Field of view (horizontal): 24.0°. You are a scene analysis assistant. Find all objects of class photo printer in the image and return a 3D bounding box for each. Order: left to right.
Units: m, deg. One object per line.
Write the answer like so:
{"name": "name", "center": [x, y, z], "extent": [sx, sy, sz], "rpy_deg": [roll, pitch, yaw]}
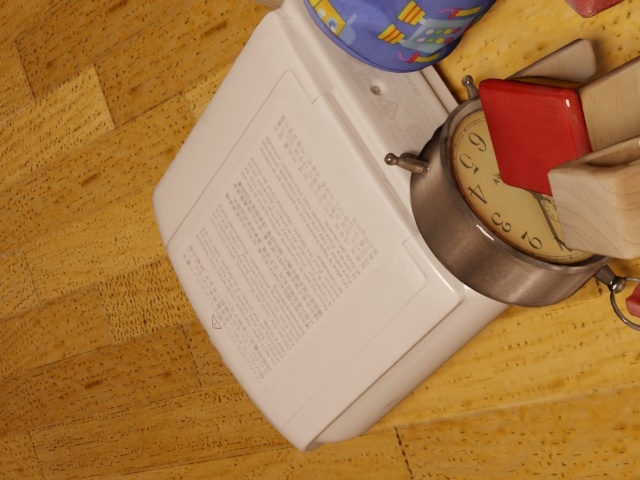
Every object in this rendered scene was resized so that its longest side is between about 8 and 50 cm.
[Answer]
{"name": "photo printer", "center": [0.000, 0.000, 1.082], "extent": [0.256, 0.107, 0.307], "rpy_deg": [57, 143, 14]}

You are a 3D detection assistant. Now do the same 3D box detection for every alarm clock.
{"name": "alarm clock", "center": [0.133, -0.009, 0.915], "extent": [0.192, 0.129, 0.064], "rpy_deg": [40, 137, 6]}

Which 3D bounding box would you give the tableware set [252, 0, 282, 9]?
{"name": "tableware set", "center": [-0.024, -0.218, 1.086], "extent": [0.194, 0.039, 0.128], "rpy_deg": [28, 125, 42]}

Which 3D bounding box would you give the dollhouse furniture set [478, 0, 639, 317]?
{"name": "dollhouse furniture set", "center": [0.146, -0.090, 0.683], "extent": [0.374, 0.152, 0.201], "rpy_deg": [22, 130, 67]}

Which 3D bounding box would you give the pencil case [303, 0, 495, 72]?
{"name": "pencil case", "center": [0.095, -0.228, 0.867], "extent": [0.133, 0.119, 0.306], "rpy_deg": [41, 138, 0]}
